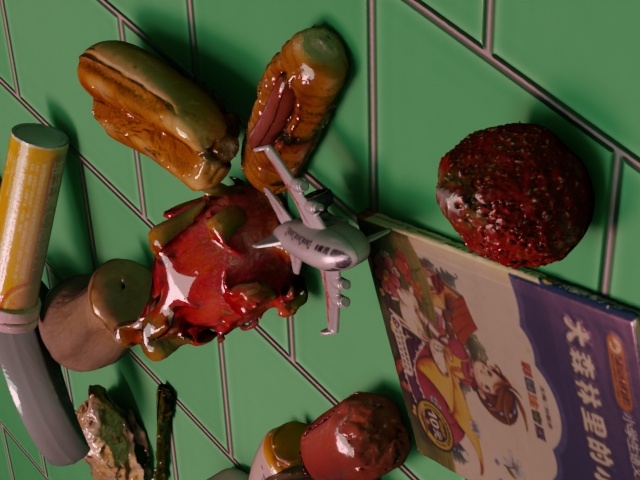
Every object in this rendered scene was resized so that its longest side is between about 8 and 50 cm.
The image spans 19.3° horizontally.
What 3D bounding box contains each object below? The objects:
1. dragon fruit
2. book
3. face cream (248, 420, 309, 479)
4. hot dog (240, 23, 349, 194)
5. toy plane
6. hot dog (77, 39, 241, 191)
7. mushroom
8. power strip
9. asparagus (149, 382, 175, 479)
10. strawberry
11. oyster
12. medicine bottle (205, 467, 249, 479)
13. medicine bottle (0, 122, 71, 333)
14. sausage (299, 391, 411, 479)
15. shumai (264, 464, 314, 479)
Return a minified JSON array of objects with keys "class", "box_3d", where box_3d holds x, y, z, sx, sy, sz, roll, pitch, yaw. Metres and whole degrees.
[{"class":"dragon fruit","box_3d":[-0.098,0.033,1.643,0.150,0.208,0.133,24,-147,-54]},{"class":"book","box_3d":[0.145,0.110,1.394,0.322,0.018,0.228,22,134,54]},{"class":"face cream","box_3d":[-0.039,0.234,1.821,0.072,0.051,0.182,56,154,21]},{"class":"hot dog","box_3d":[-0.030,-0.099,1.480,0.066,0.047,0.215,59,155,13]},{"class":"toy plane","box_3d":[0.000,0.000,1.462,0.171,0.066,0.162,6,119,61]},{"class":"hot dog","box_3d":[-0.137,-0.116,1.621,0.249,0.076,0.102,31,149,55]},{"class":"mushroom","box_3d":[-0.236,0.084,1.996,0.096,0.108,0.247,32,163,-15]},{"class":"power strip","box_3d":[-0.322,0.119,2.127,0.167,0.054,0.253,69,-177,-51]},{"class":"asparagus","box_3d":[-0.180,0.231,2.121,0.023,0.022,0.233,12,141,0]},{"class":"strawberry","box_3d":[0.122,-0.027,1.212,0.106,0.106,0.106,43,149,35]},{"class":"oyster","box_3d":[-0.253,0.250,2.222,0.132,0.072,0.209,61,157,9]},{"class":"medicine bottle","box_3d":[-0.159,0.350,1.922,0.143,0.258,0.143,44,150,34]},{"class":"medicine bottle","box_3d":[-0.314,-0.013,1.984,0.074,0.074,0.218,37,122,42]},{"class":"sausage","box_3d":[0.027,0.175,1.618,0.076,0.076,0.141,61,155,3]},{"class":"shumai","box_3d":[0.016,0.320,1.729,0.218,0.184,0.185,42,-174,14]}]
